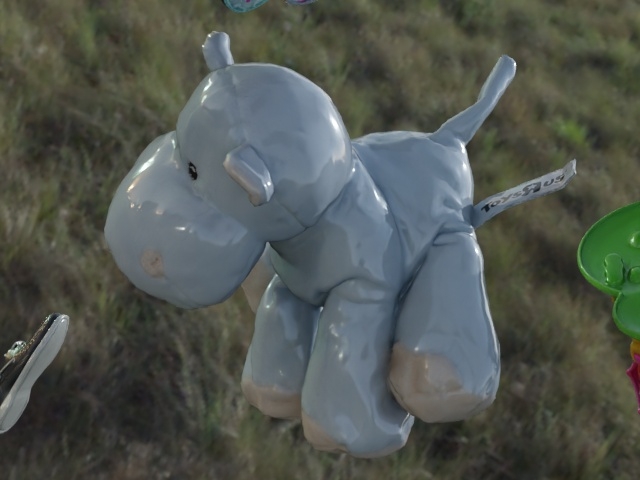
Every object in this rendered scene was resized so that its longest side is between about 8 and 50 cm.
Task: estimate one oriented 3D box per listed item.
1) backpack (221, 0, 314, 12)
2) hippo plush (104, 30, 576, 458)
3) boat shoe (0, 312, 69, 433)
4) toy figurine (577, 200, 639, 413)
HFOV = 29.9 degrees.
[{"bbox_3d":[-0.006,-0.248,0.771,0.144,0.166,0.188,28,48,35],"label":"backpack"},{"bbox_3d":[0.000,0.000,0.786,0.236,0.294,0.234,28,31,-45],"label":"hippo plush"},{"bbox_3d":[-0.275,0.115,1.099,0.038,0.125,0.046,32,7,14],"label":"boat shoe"},{"bbox_3d":[0.260,0.078,0.859,0.130,0.159,0.173,-6,31,20],"label":"toy figurine"}]
